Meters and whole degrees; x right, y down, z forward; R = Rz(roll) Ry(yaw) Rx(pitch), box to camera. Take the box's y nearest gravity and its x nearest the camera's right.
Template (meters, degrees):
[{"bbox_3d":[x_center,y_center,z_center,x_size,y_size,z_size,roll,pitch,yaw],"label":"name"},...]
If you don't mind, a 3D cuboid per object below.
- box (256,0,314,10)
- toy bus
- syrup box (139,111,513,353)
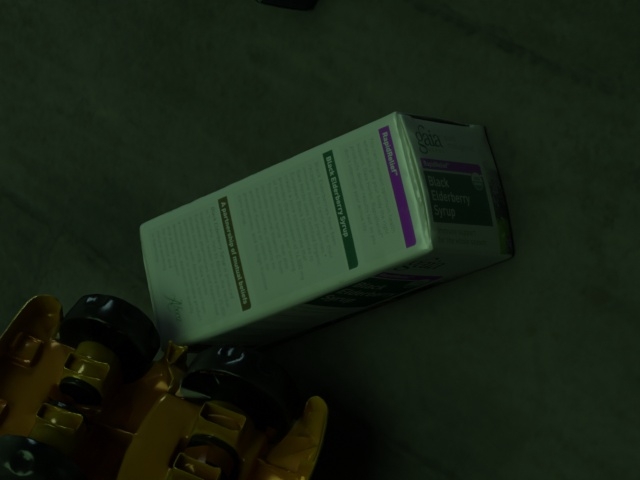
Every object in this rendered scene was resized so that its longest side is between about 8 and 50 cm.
[{"bbox_3d":[-0.031,-0.303,1.322,0.183,0.059,0.232,43,114,33],"label":"box"},{"bbox_3d":[-0.121,0.160,1.287,0.220,0.149,0.211,22,148,6],"label":"toy bus"},{"bbox_3d":[0.000,0.000,1.264,0.237,0.093,0.096,-21,75,37],"label":"syrup box"}]
